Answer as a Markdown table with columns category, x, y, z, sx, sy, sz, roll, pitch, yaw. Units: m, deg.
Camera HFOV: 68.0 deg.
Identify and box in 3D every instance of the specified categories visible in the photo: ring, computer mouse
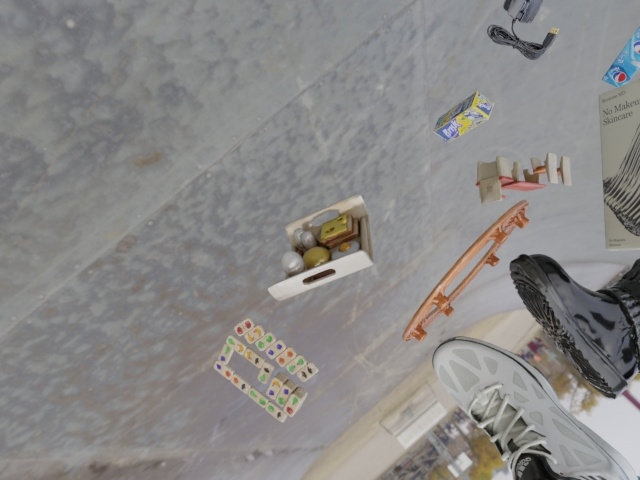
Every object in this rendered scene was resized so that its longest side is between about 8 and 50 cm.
| category | x | y | z | sx | sy | sz | roll | pitch | yaw |
| --- | --- | --- | --- | --- | --- | --- | --- | --- | --- |
| ring | 0.272 | 0.067 | 0.870 | 0.337 | 0.032 | 0.336 | -39 | 157 | -20 |
| computer mouse | 0.564 | -0.611 | 1.238 | 0.261 | 0.184 | 0.060 | -66 | -168 | -4 |

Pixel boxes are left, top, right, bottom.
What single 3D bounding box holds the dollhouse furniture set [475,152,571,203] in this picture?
| category | x | y | z | sx | sy | sz | roll | pitch | yaw |
| --- | --- | --- | --- | --- | --- | --- | --- | --- | --- |
| dollhouse furniture set | 0.613 | -0.178 | 1.506 | 0.259 | 0.135 | 0.262 | 2 | 172 | -34 |

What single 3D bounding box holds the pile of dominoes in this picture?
| category | x | y | z | sx | sy | sz | roll | pitch | yaw |
| --- | --- | --- | --- | --- | --- | --- | --- | --- | --- |
| pile of dominoes | -0.145 | 0.318 | 1.158 | 0.040 | 0.251 | 0.195 | -23 | 142 | -63 |

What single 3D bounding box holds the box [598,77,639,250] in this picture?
| category | x | y | z | sx | sy | sz | roll | pitch | yaw |
| --- | --- | --- | --- | --- | --- | --- | --- | --- | --- |
| box | 0.540 | -0.121 | 0.779 | 0.094 | 0.274 | 0.113 | -1 | 177 | -14 |

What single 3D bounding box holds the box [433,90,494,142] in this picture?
| category | x | y | z | sx | sy | sz | roll | pitch | yaw |
| --- | --- | --- | --- | --- | --- | --- | --- | --- | --- |
| box | 0.369 | -0.318 | 1.237 | 0.054 | 0.059 | 0.169 | -64 | -166 | -17 |

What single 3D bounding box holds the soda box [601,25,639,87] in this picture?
| category | x | y | z | sx | sy | sz | roll | pitch | yaw |
| --- | --- | --- | --- | --- | --- | --- | --- | --- | --- |
| soda box | 0.913 | -0.539 | 1.389 | 0.210 | 0.067 | 0.071 | -48 | 162 | -22 |

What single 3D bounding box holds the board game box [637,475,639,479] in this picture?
| category | x | y | z | sx | sy | sz | roll | pitch | yaw |
| --- | --- | --- | --- | --- | --- | --- | --- | --- | --- |
| board game box | 0.717 | 0.707 | 1.230 | 0.254 | 0.336 | 0.079 | -42 | 122 | -31 |

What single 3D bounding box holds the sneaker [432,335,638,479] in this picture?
| category | x | y | z | sx | sy | sz | roll | pitch | yaw |
| --- | --- | --- | --- | --- | --- | --- | --- | --- | --- |
| sneaker | 0.376 | 0.350 | 0.889 | 0.169 | 0.447 | 0.258 | -58 | 151 | 13 |

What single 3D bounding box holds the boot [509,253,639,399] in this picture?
| category | x | y | z | sx | sy | sz | roll | pitch | yaw |
| --- | --- | --- | --- | --- | --- | --- | --- | --- | --- |
| boot | 0.556 | 0.103 | 0.921 | 0.260 | 0.348 | 0.131 | -40 | -171 | -1 |

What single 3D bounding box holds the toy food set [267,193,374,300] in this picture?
| category | x | y | z | sx | sy | sz | roll | pitch | yaw |
| --- | --- | --- | --- | --- | --- | --- | --- | --- | --- |
| toy food set | 0.000 | 0.000 | 1.080 | 0.220 | 0.306 | 0.092 | -23 | 115 | 15 |
